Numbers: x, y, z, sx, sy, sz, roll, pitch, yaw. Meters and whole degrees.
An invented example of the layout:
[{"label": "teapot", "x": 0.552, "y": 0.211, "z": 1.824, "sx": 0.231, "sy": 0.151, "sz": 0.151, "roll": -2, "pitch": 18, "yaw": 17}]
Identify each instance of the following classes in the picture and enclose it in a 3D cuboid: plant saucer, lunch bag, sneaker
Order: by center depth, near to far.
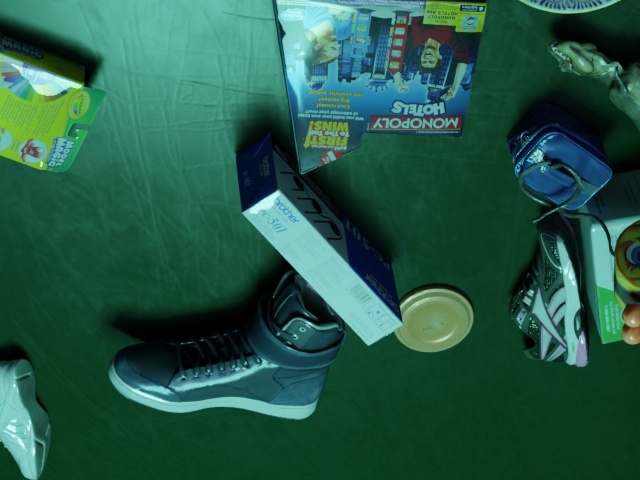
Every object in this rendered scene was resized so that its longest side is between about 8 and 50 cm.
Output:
[{"label": "lunch bag", "x": 0.226, "y": -0.080, "z": 1.897, "sx": 0.098, "sy": 0.065, "sz": 0.067, "roll": 29, "pitch": 118, "yaw": -25}, {"label": "sneaker", "x": -0.085, "y": 0.096, "z": 1.968, "sx": 0.226, "sy": 0.086, "sz": 0.163, "roll": 5, "pitch": 137, "yaw": -22}, {"label": "sneaker", "x": 0.225, "y": 0.058, "z": 1.999, "sx": 0.077, "sy": 0.072, "sz": 0.178, "roll": -5, "pitch": 121, "yaw": 10}, {"label": "plant saucer", "x": 0.115, "y": 0.082, "z": 2.035, "sx": 0.083, "sy": 0.013, "sz": 0.083, "roll": -3, "pitch": 126, "yaw": -4}, {"label": "sneaker", "x": -0.316, "y": 0.181, "z": 2.041, "sx": 0.061, "sy": 0.053, "sz": 0.152, "roll": -1, "pitch": 125, "yaw": 13}]

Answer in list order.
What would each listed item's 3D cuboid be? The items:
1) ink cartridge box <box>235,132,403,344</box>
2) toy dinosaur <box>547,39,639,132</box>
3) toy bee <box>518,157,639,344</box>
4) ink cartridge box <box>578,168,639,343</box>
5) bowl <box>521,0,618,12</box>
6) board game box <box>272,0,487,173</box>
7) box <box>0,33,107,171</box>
[{"label": "ink cartridge box", "x": 0.000, "y": 0.000, "z": 1.910, "sx": 0.046, "sy": 0.097, "sz": 0.207, "roll": -32, "pitch": 124, "yaw": 16}, {"label": "toy dinosaur", "x": 0.334, "y": -0.115, "z": 1.833, "sx": 0.268, "sy": 0.064, "sz": 0.118, "roll": 44, "pitch": 146, "yaw": -5}, {"label": "toy bee", "x": 0.330, "y": 0.030, "z": 1.805, "sx": 0.298, "sy": 0.162, "sz": 0.195, "roll": -8, "pitch": 139, "yaw": 29}, {"label": "ink cartridge box", "x": 0.365, "y": 0.004, "z": 1.961, "sx": 0.208, "sy": 0.087, "sz": 0.153, "roll": -9, "pitch": 126, "yaw": 1}, {"label": "bowl", "x": 0.219, "y": -0.290, "z": 1.733, "sx": 0.170, "sy": 0.080, "sz": 0.170, "roll": -3, "pitch": 126, "yaw": -4}, {"label": "board game box", "x": 0.039, "y": -0.153, "z": 1.826, "sx": 0.194, "sy": 0.060, "sz": 0.194, "roll": 3, "pitch": 127, "yaw": -9}, {"label": "box", "x": -0.294, "y": -0.134, "z": 1.813, "sx": 0.179, "sy": 0.043, "sz": 0.105, "roll": 22, "pitch": 121, "yaw": -18}]
